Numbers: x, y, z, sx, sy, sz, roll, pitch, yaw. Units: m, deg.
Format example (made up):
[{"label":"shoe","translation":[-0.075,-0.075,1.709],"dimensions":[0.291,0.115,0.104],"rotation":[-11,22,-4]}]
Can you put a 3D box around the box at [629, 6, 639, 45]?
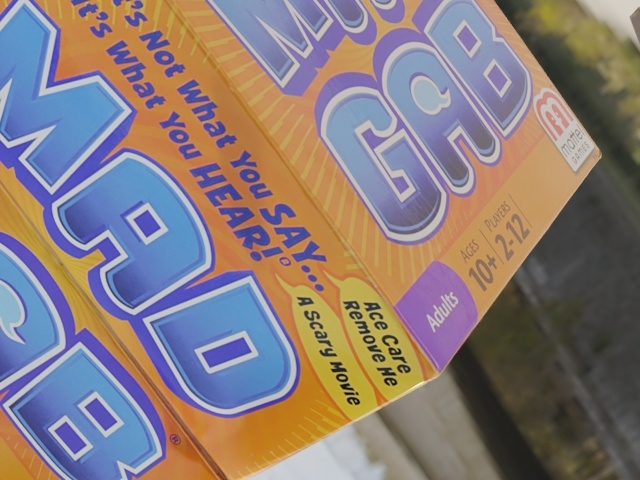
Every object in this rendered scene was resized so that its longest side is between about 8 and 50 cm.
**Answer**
[{"label":"box","translation":[0.370,-0.116,1.583],"dimensions":[0.164,0.021,0.201],"rotation":[13,-134,-27]}]

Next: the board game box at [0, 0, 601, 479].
[{"label":"board game box","translation":[-0.089,-0.055,1.231],"dimensions":[0.356,0.356,0.356],"rotation":[54,-146,-6]}]
